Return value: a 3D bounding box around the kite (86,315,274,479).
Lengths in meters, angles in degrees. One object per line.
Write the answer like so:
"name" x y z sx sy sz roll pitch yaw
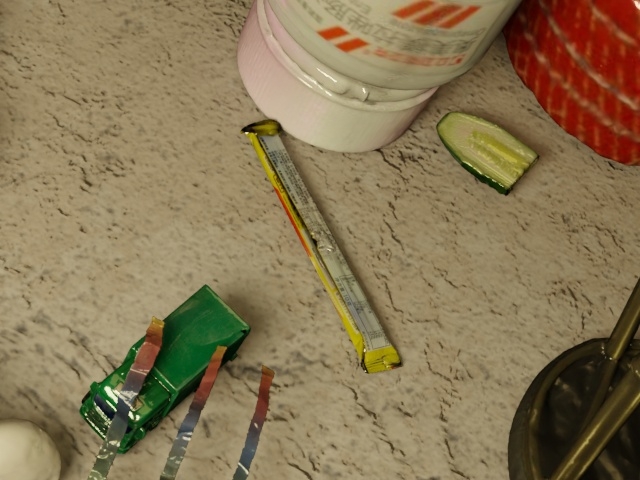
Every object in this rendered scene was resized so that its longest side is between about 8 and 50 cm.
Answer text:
"kite" -0.143 0.241 1.191 0.204 0.022 0.360 23 67 -16

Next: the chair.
"chair" 0.383 0.133 1.297 0.362 0.410 0.365 32 51 -2

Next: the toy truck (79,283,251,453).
"toy truck" -0.137 0.115 1.294 0.065 0.079 0.147 44 55 8

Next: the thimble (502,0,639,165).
"thimble" 0.387 -0.275 1.682 0.350 0.230 0.350 12 56 -18

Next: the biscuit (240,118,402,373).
"biscuit" 0.000 0.000 1.461 0.048 0.026 0.292 -13 65 -34

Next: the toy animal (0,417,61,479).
"toy animal" -0.362 0.168 1.116 0.325 0.154 0.208 30 62 -13

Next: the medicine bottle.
"medicine bottle" 0.061 -0.260 1.470 0.256 0.325 0.256 12 55 -18

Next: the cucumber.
"cucumber" 0.171 -0.094 1.592 0.107 0.035 0.067 37 63 9
